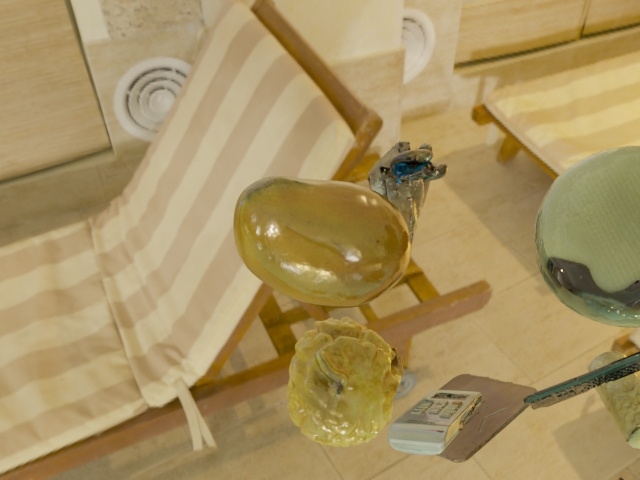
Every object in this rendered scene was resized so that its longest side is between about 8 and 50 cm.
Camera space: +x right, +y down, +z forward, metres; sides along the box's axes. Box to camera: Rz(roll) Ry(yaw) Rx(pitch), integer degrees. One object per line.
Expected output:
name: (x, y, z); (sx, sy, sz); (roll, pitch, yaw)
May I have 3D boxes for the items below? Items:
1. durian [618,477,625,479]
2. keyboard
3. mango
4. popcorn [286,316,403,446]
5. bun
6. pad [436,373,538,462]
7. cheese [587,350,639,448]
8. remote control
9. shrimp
durian: (0.472, 0.497, 0.947); (0.258, 0.258, 0.293); (24, 35, 24)
keyboard: (0.499, 0.250, 1.181); (0.262, 0.106, 0.016); (-28, 59, 18)
mango: (0.000, 0.000, 1.042); (0.317, 0.211, 0.173); (18, 28, -30)
popcorn: (0.044, 0.389, 1.804); (0.348, 0.381, 0.349); (4, 80, -21)
bun: (0.470, 0.004, 0.980); (0.283, 0.179, 0.284); (-13, 64, 29)
pad: (0.335, 0.412, 1.557); (0.286, 0.018, 0.284); (-28, 12, -28)
cheese: (0.596, 0.309, 1.264); (0.093, 0.123, 0.167); (-35, 39, 14)
remote control: (0.129, 0.197, 0.720); (0.065, 0.029, 0.166); (-4, 0, 27)
shrimp: (0.168, -0.092, 1.382); (0.109, 0.446, 0.221); (-12, 78, -6)
